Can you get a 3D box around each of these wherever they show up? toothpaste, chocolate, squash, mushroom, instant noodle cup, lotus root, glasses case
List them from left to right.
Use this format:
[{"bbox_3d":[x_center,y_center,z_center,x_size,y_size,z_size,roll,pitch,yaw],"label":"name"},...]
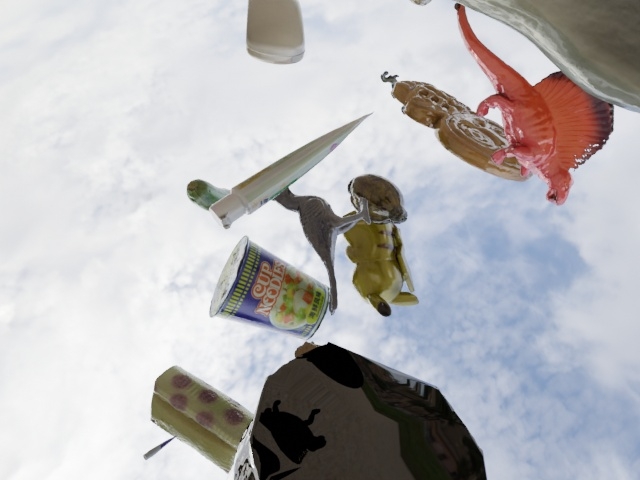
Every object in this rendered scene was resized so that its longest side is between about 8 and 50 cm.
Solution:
[{"bbox_3d":[-0.348,0.449,1.078,0.024,0.083,0.015,-39,-99,43],"label":"toothpaste"},{"bbox_3d":[-0.277,-0.110,1.286,0.068,0.219,0.077,-19,-98,16],"label":"squash"},{"bbox_3d":[-0.151,0.169,1.541,0.284,0.312,0.284,-55,-160,30],"label":"instant noodle cup"},{"bbox_3d":[-0.064,-0.300,0.686,0.081,0.051,0.204,2,-136,-6],"label":"glasses case"},{"bbox_3d":[-0.043,-0.124,0.808,0.314,0.056,0.058,-36,-130,-18],"label":"toothpaste"},{"bbox_3d":[0.016,0.409,0.742,0.331,0.384,0.383,-60,-146,37],"label":"chocolate"},{"bbox_3d":[0.151,-0.107,1.279,0.120,0.120,0.209,-43,-129,-9],"label":"lotus root"},{"bbox_3d":[0.226,-0.228,0.460,0.329,0.122,0.159,25,-122,10],"label":"mushroom"}]

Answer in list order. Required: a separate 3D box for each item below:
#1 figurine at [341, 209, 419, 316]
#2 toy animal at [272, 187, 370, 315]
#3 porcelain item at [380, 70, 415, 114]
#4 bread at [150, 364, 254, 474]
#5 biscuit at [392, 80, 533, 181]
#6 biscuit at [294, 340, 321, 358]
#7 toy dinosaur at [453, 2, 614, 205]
[{"bbox_3d":[0.172,0.068,1.447,0.169,0.218,0.326,-16,-106,36],"label":"figurine"},{"bbox_3d":[0.023,-0.029,1.117,0.206,0.081,0.367,-28,-115,-7],"label":"toy animal"},{"bbox_3d":[0.225,-0.404,1.319,0.075,0.136,0.021,-20,-146,35],"label":"porcelain item"},{"bbox_3d":[-0.347,0.537,1.492,0.338,0.187,0.155,26,-156,19],"label":"bread"},{"bbox_3d":[0.251,-0.201,0.859,0.202,0.044,0.288,-14,-126,-43],"label":"biscuit"},{"bbox_3d":[0.013,0.298,1.073,0.131,0.026,0.237,-40,-144,15],"label":"biscuit"},{"bbox_3d":[0.263,-0.177,0.592,0.070,0.286,0.139,-31,-168,-34],"label":"toy dinosaur"}]
